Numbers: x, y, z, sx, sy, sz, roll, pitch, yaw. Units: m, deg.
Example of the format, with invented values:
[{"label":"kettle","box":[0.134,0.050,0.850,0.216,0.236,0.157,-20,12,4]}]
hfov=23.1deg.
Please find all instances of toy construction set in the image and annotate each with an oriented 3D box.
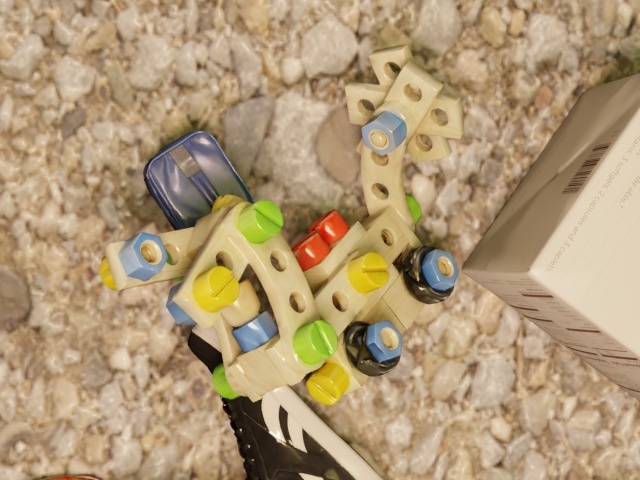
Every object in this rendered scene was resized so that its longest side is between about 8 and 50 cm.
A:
[{"label":"toy construction set","box":[0.000,0.000,1.227,0.327,0.151,0.215,-44,101,-31]}]

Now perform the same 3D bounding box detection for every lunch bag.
[{"label":"lunch bag","box":[-0.097,-0.037,1.276,0.067,0.065,0.098,-35,95,-7]}]

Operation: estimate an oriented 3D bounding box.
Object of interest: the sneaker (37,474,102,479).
[{"label":"sneaker","box":[-0.166,0.232,1.266,0.175,0.067,0.064,15,90,-7]}]

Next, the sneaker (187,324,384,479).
[{"label":"sneaker","box":[-0.054,0.175,1.276,0.217,0.079,0.121,45,84,-7]}]

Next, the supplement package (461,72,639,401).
[{"label":"supplement package","box":[0.295,0.022,1.270,0.262,0.198,0.199,36,84,-8]}]
